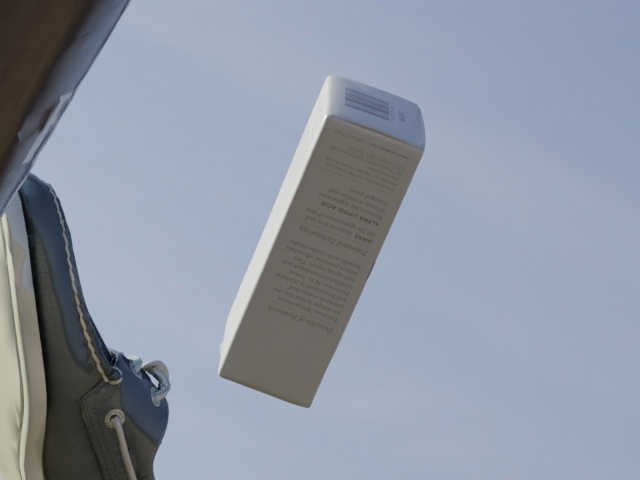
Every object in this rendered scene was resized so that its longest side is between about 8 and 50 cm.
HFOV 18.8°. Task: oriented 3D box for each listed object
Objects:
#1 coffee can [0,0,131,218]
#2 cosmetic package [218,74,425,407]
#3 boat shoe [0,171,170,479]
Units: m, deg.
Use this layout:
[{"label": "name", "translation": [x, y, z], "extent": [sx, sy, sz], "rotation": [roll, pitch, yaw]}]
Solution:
[{"label": "coffee can", "translation": [-0.202, -0.039, 0.637], "extent": [0.201, 0.275, 0.201], "rotation": [30, 18, -11]}, {"label": "cosmetic package", "translation": [0.000, 0.000, 1.495], "extent": [0.085, 0.231, 0.117], "rotation": [20, 20, -5]}, {"label": "boat shoe", "translation": [-0.136, 0.100, 1.098], "extent": [0.099, 0.319, 0.116], "rotation": [-17, 24, -24]}]
